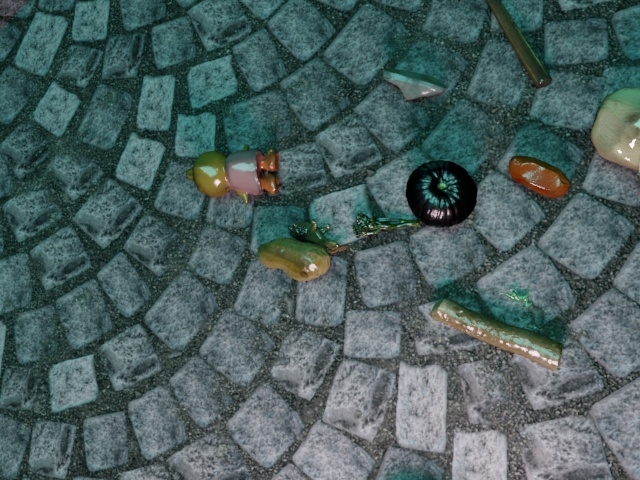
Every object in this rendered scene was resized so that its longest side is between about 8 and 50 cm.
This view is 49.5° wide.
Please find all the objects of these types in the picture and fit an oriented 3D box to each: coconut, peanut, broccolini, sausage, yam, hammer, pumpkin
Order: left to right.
[{"bbox_3d":[-0.084,0.055,2.055,0.236,0.120,0.110,8,51,25],"label":"peanut"},{"bbox_3d":[0.190,-0.052,2.018,0.201,0.058,0.074,-7,84,16],"label":"broccolini"},{"bbox_3d":[0.338,-0.130,1.948,0.202,0.140,0.202,-1,70,3],"label":"pumpkin"},{"bbox_3d":[0.471,0.243,1.862,0.357,0.081,0.081,23,86,19],"label":"yam"},{"bbox_3d":[0.553,-0.636,2.037,0.168,0.044,0.440,-28,72,9],"label":"hammer"},{"bbox_3d":[0.600,-0.176,1.906,0.179,0.089,0.089,25,87,11],"label":"sausage"},{"bbox_3d":[0.827,-0.290,1.802,0.224,0.224,0.224,-4,78,16],"label":"coconut"}]

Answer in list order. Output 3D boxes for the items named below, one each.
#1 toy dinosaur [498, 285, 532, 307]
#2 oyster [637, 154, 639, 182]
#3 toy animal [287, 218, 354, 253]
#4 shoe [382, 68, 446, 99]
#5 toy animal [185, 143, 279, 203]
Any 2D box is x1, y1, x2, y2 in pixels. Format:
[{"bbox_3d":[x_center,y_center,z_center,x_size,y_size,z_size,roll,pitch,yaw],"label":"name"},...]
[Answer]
[{"bbox_3d":[0.534,0.159,1.890,0.083,0.021,0.062,-20,86,11],"label":"toy dinosaur"},{"bbox_3d":[0.897,-0.093,1.736,0.162,0.158,0.351,-11,104,29],"label":"oyster"},{"bbox_3d":[0.008,-0.015,2.065,0.220,0.069,0.086,24,108,25],"label":"toy animal"},{"bbox_3d":[0.275,-0.460,2.081,0.195,0.079,0.078,21,121,12],"label":"shoe"},{"bbox_3d":[-0.276,-0.204,2.134,0.281,0.169,0.195,-4,75,15],"label":"toy animal"}]
